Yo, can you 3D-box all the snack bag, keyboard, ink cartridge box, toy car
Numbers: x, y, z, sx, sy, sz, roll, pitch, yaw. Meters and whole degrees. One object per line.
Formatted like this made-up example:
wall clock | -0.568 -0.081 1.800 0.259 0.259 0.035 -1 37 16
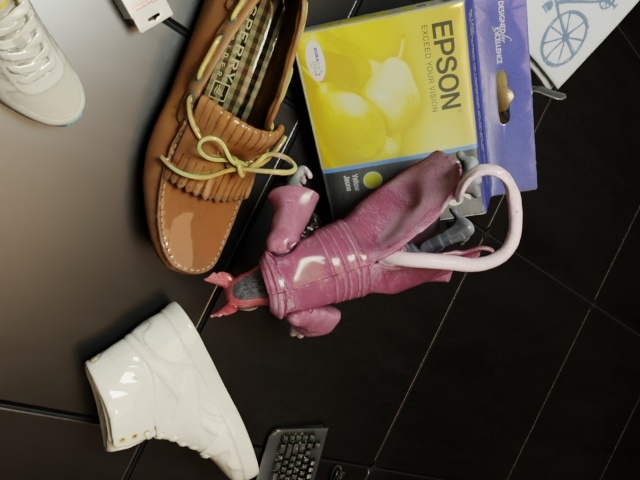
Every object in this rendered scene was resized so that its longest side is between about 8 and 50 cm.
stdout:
snack bag | 0.372 -0.434 0.953 0.342 0.037 0.323 29 108 -36
keyboard | -0.041 0.465 1.120 0.201 0.033 0.317 7 103 -39
ink cartridge box | -0.207 -0.280 0.718 0.048 0.028 0.083 -39 126 -20
ink cartridge box | 0.141 -0.168 0.893 0.307 0.072 0.303 -9 118 10
toy car | 0.281 -0.211 1.013 0.155 0.188 0.149 -42 127 -18

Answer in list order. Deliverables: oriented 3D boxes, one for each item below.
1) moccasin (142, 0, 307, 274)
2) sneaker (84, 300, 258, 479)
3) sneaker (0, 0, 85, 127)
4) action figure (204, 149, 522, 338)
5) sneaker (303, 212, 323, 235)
moccasin | -0.105 -0.137 0.771 0.139 0.147 0.380 21 93 -40
sneaker | -0.205 0.244 0.872 0.169 0.108 0.292 -32 113 -23
sneaker | -0.310 -0.203 0.626 0.087 0.092 0.228 -45 129 -18
action figure | 0.038 0.038 0.823 0.370 0.276 0.248 -21 110 -11
sneaker | 0.000 0.000 0.962 0.047 0.057 0.119 -44 126 -14
